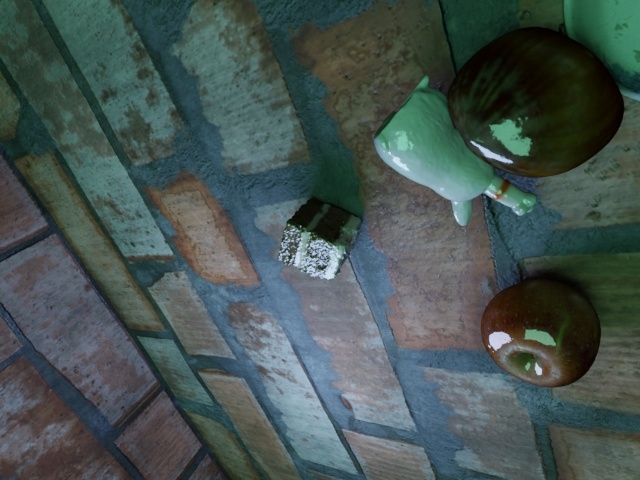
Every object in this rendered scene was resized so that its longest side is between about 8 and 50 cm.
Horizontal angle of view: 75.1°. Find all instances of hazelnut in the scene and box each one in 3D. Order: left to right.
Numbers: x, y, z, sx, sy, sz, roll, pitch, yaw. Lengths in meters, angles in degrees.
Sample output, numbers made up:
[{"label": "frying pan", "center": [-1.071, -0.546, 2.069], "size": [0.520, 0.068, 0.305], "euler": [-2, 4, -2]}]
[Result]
[{"label": "hazelnut", "center": [0.284, -0.181, 0.575], "size": [0.181, 0.181, 0.212], "euler": [-46, 67, 18]}]

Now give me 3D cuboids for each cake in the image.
[{"label": "cake", "center": [0.000, 0.000, 0.943], "size": [0.147, 0.135, 0.135], "euler": [27, 132, 8]}]

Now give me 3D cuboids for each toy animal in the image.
[{"label": "toy animal", "center": [0.219, -0.136, 0.698], "size": [0.282, 0.139, 0.140], "euler": [27, 147, -18]}]

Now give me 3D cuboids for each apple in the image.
[{"label": "apple", "center": [0.409, 0.166, 0.778], "size": [0.201, 0.162, 0.201], "euler": [25, 143, 21]}]

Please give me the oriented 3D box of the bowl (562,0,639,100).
[{"label": "bowl", "center": [0.436, -0.281, 0.444], "size": [0.313, 0.146, 0.314], "euler": [17, 130, 22]}]

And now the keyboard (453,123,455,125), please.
[{"label": "keyboard", "center": [0.277, -0.170, 0.720], "size": [0.154, 0.010, 0.053], "euler": [15, 129, 24]}]
